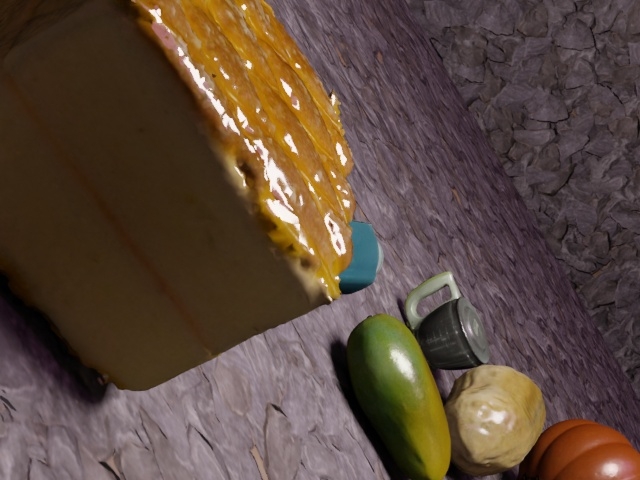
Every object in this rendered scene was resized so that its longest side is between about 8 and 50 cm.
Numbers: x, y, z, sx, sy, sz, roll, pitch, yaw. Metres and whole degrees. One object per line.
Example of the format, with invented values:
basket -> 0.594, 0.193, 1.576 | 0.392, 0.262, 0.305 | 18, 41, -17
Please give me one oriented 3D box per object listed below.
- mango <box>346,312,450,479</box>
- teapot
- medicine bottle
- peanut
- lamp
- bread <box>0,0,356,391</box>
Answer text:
mango -> 0.085, 0.171, 1.430 | 0.122, 0.085, 0.191 | -86, 156, -79
teapot -> 0.164, 0.118, 1.734 | 0.092, 0.091, 0.124 | 48, 27, -44
medicine bottle -> 0.000, 0.000, 1.430 | 0.124, 0.079, 0.258 | 66, 16, 12
peanut -> 0.215, 0.224, 1.656 | 0.129, 0.129, 0.224 | 63, 16, -1
lamp -> 0.358, 0.352, 1.772 | 0.223, 0.196, 0.223 | 165, -90, -69
bread -> -0.122, -0.077, 0.948 | 0.279, 0.207, 0.279 | 56, 17, -28
